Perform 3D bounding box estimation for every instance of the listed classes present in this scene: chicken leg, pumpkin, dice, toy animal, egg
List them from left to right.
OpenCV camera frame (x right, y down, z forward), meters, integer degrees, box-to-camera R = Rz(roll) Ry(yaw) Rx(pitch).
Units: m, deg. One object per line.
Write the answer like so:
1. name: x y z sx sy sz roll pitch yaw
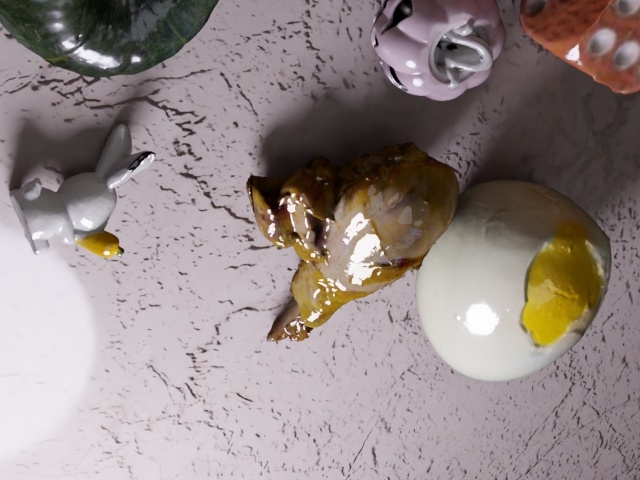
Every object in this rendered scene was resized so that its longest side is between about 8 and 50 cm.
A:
1. toy animal: -0.300 -0.054 1.446 0.182 0.131 0.127 -22 152 -23
2. pumpkin: -0.234 -0.321 1.226 0.300 0.207 0.300 -20 135 -22
3. chicken leg: 0.000 0.000 1.628 0.295 0.182 0.409 18 130 -24
4. egg: 0.283 0.066 1.706 0.283 0.283 0.345 2 129 -27
5. dice: 0.401 -0.317 1.552 0.175 0.179 0.174 19 117 -36

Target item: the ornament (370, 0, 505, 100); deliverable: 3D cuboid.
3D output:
1. ornament: 0.160 -0.272 1.483 0.177 0.177 0.177 -13 127 -18
